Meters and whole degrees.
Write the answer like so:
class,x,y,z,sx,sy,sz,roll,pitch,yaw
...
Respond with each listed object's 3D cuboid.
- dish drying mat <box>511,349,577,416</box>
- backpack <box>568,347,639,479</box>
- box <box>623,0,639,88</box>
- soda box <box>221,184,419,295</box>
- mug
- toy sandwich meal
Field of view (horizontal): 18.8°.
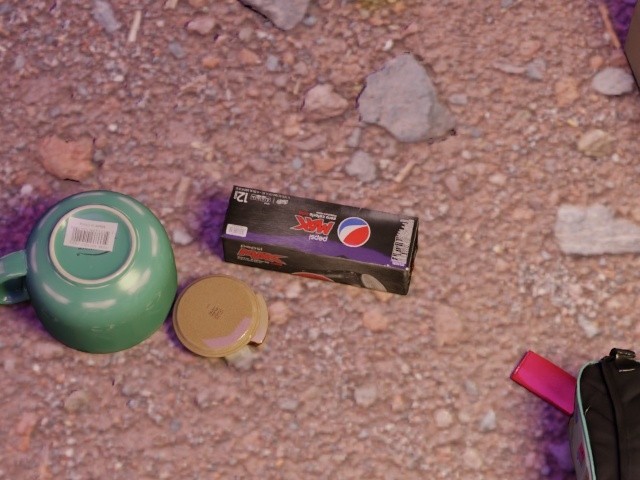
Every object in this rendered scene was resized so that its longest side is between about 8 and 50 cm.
class,x,y,z,sx,sy,sz,roll,pitch,yaw
dish drying mat,0.208,0.129,1.675,0.083,0.008,0.032,33,71,13
backpack,0.286,0.196,1.564,0.166,0.144,0.188,-1,44,-2
box,0.389,-0.086,1.705,0.148,0.121,0.311,-16,68,-6
soda box,0.000,0.000,1.704,0.169,0.060,0.053,11,66,6
mug,-0.202,0.029,1.672,0.158,0.097,0.129,-36,71,-14
toy sandwich meal,-0.087,0.067,1.694,0.086,0.029,0.085,-2,68,5
